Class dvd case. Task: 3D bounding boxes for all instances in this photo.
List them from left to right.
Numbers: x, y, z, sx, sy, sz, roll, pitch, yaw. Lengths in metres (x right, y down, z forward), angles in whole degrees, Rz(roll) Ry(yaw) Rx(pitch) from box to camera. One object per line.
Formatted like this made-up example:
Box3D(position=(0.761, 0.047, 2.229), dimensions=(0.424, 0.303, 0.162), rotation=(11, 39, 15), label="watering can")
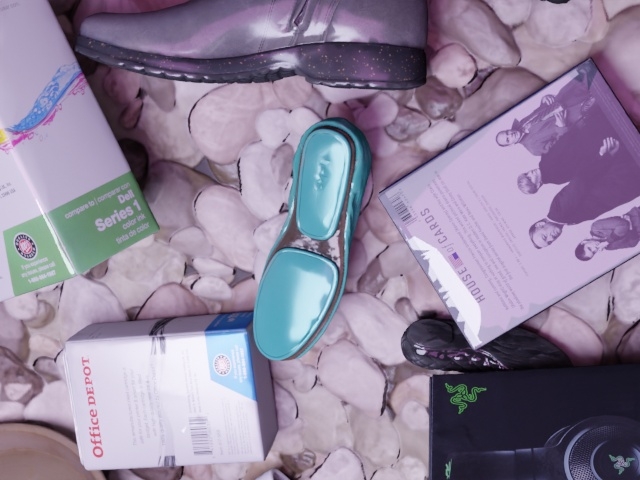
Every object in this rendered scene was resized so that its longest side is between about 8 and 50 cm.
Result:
Box3D(position=(0.199, -0.032, 1.100), dimensions=(0.239, 0.029, 0.179), rotation=(-33, 85, 14), label="dvd case")

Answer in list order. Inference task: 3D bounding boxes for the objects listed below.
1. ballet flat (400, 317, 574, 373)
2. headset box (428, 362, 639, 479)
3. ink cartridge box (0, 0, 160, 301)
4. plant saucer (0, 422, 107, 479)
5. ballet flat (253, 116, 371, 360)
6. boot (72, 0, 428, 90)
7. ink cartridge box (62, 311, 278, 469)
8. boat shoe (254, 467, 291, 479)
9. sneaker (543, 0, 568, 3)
Box3D(position=(0.165, 0.112, 1.156), dimensions=(0.173, 0.049, 0.057), rotation=(13, 62, 4), label="ballet flat")
Box3D(position=(0.224, 0.243, 1.053), dimensions=(0.283, 0.246, 0.131), rotation=(-4, 131, 11), label="headset box")
Box3D(position=(-0.304, -0.092, 1.096), dimensions=(0.201, 0.117, 0.278), rotation=(-17, 102, 44), label="ink cartridge box")
Box3D(position=(-0.331, 0.329, 1.210), dimensions=(0.278, 0.041, 0.278), rotation=(-6, 66, 13), label="plant saucer")
Box3D(position=(0.000, 0.000, 1.126), dimensions=(0.083, 0.087, 0.247), rotation=(20, 108, 17), label="ballet flat")
Box3D(position=(-0.056, -0.256, 1.078), dimensions=(0.338, 0.118, 0.222), rotation=(2, 97, 1), label="boot")
Box3D(position=(-0.150, 0.152, 1.187), dimensions=(0.191, 0.082, 0.139), rotation=(-4, 102, 11), label="ink cartridge box")
Box3D(position=(0.016, 0.343, 1.199), dimensions=(0.258, 0.095, 0.084), rotation=(42, 110, -3), label="boat shoe")
Box3D(position=(0.332, -0.296, 0.988), dimensions=(0.341, 0.125, 0.139), rotation=(-35, 100, 17), label="sneaker")
